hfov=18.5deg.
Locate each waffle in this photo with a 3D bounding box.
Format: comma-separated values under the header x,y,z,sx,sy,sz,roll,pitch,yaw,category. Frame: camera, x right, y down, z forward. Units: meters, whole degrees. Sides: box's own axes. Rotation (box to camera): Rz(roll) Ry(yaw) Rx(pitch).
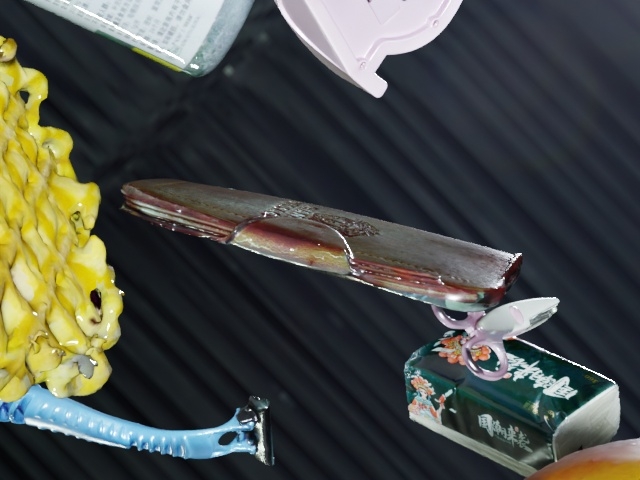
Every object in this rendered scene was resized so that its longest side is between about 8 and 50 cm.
x,y,z,sx,sy,sz,roll,pitch,yaw,category
-0.208,-0.025,1.232,0.060,0.281,0.262,-21,159,18,waffle

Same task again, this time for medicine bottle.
x,y,z,sx,sy,sz,roll,pitch,yaw,category
-0.191,-0.244,1.500,0.141,0.293,0.141,-58,-164,27,medicine bottle

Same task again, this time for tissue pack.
x,y,z,sx,sy,sz,roll,pitch,yaw,category
0.170,0.143,1.737,0.103,0.170,0.090,-33,134,-37,tissue pack

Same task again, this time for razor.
x,y,z,sx,sy,sz,roll,pitch,yaw,category
-0.161,0.132,1.467,0.082,0.253,0.042,90,11,-52,razor

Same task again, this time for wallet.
x,y,z,sx,sy,sz,roll,pitch,yaw,category
0.000,0.000,1.278,0.137,0.255,0.031,-22,124,-74,wallet

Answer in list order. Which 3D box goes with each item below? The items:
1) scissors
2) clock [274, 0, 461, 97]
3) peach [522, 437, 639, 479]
x,y,z,sx,sy,sz,roll,pitch,yaw,category
0.147,0.064,1.562,0.022,0.085,0.176,-41,165,30,scissors
0.058,-0.339,2.030,0.275,0.290,0.080,-46,-139,-10,clock
0.247,0.275,1.337,0.332,0.308,0.308,-26,169,-44,peach
